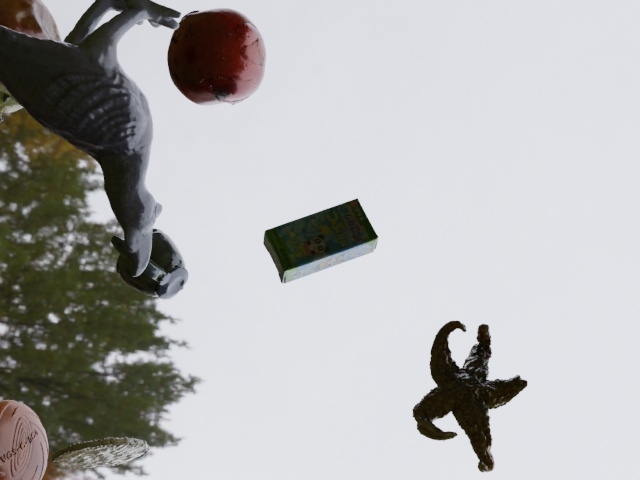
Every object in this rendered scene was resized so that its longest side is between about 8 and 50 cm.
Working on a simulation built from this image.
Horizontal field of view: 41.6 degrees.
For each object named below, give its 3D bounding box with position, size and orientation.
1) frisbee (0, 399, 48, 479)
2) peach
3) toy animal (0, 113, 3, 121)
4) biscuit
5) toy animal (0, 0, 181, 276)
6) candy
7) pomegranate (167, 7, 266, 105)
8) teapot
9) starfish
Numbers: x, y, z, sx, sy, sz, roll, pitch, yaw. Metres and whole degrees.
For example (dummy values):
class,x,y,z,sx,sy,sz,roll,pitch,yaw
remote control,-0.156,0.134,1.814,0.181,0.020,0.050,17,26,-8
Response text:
class,x,y,z,sx,sy,sz,roll,pitch,yaw
frisbee,-0.598,0.406,1.651,0.035,0.192,0.192,-17,-113,24
peach,-0.549,-0.339,1.432,0.214,0.214,0.235,-22,-116,29
toy animal,-0.777,-0.326,1.821,0.103,0.219,0.101,145,-37,-70
biscuit,-0.348,0.340,1.340,0.152,0.152,0.020,-26,-120,27
toy animal,-0.223,-0.160,0.776,0.081,0.367,0.206,6,-127,52
candy,0.000,0.000,1.576,0.194,0.062,0.097,-20,-116,-14
pomegranate,-0.211,-0.381,1.761,0.210,0.235,0.210,3,-82,23
teapot,-0.281,0.038,1.444,0.108,0.149,0.111,37,-121,27
starfish,0.188,0.198,1.072,0.150,0.053,0.209,-14,-133,5
